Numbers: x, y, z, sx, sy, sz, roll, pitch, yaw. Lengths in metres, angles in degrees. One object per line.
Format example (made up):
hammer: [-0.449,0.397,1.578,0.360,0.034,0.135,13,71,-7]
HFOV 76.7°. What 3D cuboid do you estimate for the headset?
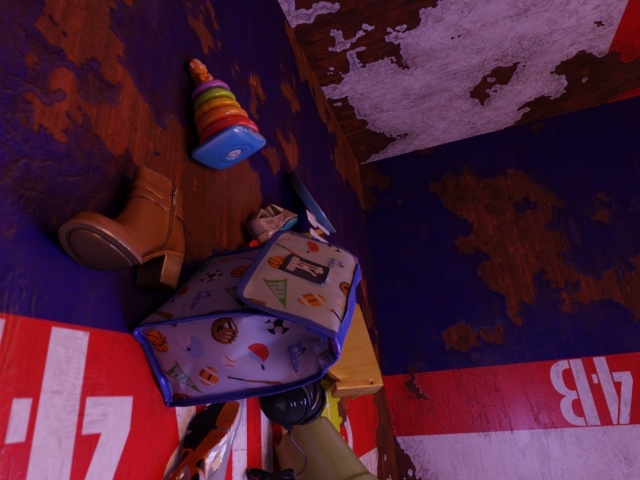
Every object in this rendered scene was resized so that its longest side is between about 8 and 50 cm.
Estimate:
headset: [-0.094,0.414,1.057,0.243,0.185,0.395,57,30,-64]

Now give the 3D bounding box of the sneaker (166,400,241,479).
sneaker: [-0.227,0.452,0.810,0.262,0.099,0.121,-64,148,-53]

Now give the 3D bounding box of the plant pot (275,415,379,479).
plant pot: [0.006,0.643,1.105,0.254,0.276,0.276,50,-7,42]

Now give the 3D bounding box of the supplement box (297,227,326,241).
supplement box: [-0.052,0.063,1.562,0.191,0.129,0.194,-25,103,-73]

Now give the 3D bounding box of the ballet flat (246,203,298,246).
ballet flat: [-0.159,-0.066,1.352,0.106,0.107,0.316,49,16,-2]

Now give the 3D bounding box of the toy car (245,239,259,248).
toy car: [-0.189,0.148,1.180,0.225,0.053,0.239,-80,153,-50]

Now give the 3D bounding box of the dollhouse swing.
dollhouse swing: [0.057,0.481,1.671,0.315,0.305,0.347,8,51,-33]

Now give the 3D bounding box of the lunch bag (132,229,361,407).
lunch bag: [-0.117,0.139,0.841,0.328,0.385,0.239,-64,140,-63]

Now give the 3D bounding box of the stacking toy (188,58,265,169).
stacking toy: [-0.284,-0.361,1.087,0.302,0.165,0.175,66,18,10]

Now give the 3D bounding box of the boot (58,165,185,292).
boot: [-0.330,-0.047,0.730,0.283,0.108,0.220,51,33,-62]

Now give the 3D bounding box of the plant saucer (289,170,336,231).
plant saucer: [-0.040,-0.153,1.704,0.318,0.043,0.317,55,3,-4]

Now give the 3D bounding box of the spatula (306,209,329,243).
spatula: [0.000,0.000,1.522,0.242,0.019,0.168,39,36,-65]

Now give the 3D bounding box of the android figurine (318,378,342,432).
android figurine: [0.028,0.666,1.567,0.273,0.056,0.249,46,36,-64]
